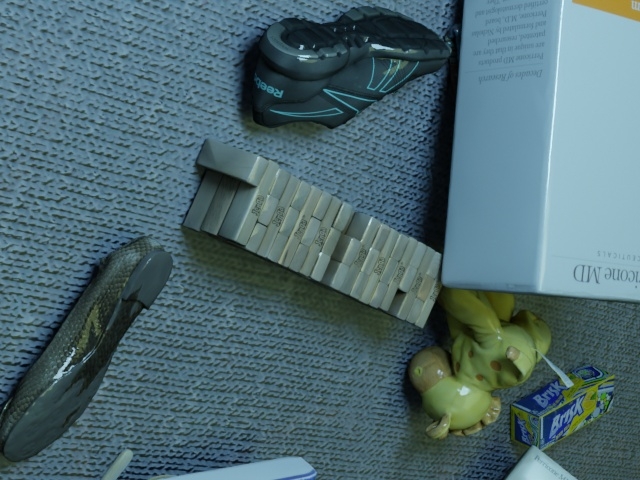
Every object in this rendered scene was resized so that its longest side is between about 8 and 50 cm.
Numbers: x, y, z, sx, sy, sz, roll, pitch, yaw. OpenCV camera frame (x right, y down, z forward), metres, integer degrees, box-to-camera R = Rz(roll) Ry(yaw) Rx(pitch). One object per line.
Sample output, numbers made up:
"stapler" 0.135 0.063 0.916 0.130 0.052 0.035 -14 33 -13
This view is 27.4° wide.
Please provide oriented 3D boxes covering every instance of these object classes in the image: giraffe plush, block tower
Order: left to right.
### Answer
"block tower" 0.000 0.000 1.412 0.335 0.091 0.097 28 84 -44
"giraffe plush" 0.184 0.155 1.606 0.181 0.210 0.170 18 121 -48

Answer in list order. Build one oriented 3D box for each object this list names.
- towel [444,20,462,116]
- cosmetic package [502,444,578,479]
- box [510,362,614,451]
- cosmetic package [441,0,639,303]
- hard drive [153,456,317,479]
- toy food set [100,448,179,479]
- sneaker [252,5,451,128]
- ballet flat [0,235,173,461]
"towel" 0.305 -0.200 1.667 0.370 0.040 0.272 -26 120 -32
"cosmetic package" 0.242 0.444 1.728 0.309 0.160 0.113 -49 168 -19
"box" 0.340 0.233 1.839 0.168 0.054 0.059 -21 119 -37
"cosmetic package" 0.287 -0.161 1.496 0.230 0.161 0.454 6 88 -37
"hard drive" -0.135 0.388 1.411 0.210 0.040 0.319 -1 118 -43
"toy food set" -0.175 0.314 1.394 0.132 0.038 0.192 -56 134 -13
"sneaker" 0.028 -0.182 1.391 0.267 0.101 0.106 -12 134 -41
"ballet flat" -0.234 0.099 1.260 0.250 0.058 0.084 -56 155 -5
